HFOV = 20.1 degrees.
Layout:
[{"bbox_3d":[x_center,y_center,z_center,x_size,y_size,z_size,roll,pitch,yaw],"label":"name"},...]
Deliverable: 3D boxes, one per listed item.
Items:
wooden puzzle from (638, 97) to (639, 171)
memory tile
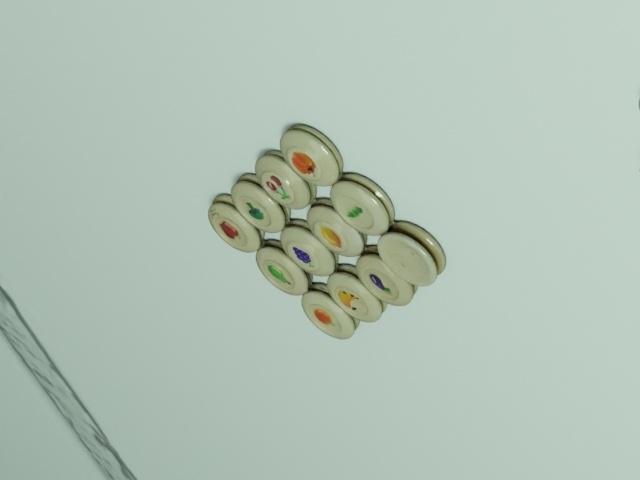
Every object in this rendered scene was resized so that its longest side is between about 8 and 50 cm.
[{"bbox_3d":[0.172,-0.038,0.734,0.116,0.014,0.078,-5,122,52],"label":"wooden puzzle"},{"bbox_3d":[0.000,0.000,0.984,0.113,0.012,0.148,44,150,-4],"label":"memory tile"}]
